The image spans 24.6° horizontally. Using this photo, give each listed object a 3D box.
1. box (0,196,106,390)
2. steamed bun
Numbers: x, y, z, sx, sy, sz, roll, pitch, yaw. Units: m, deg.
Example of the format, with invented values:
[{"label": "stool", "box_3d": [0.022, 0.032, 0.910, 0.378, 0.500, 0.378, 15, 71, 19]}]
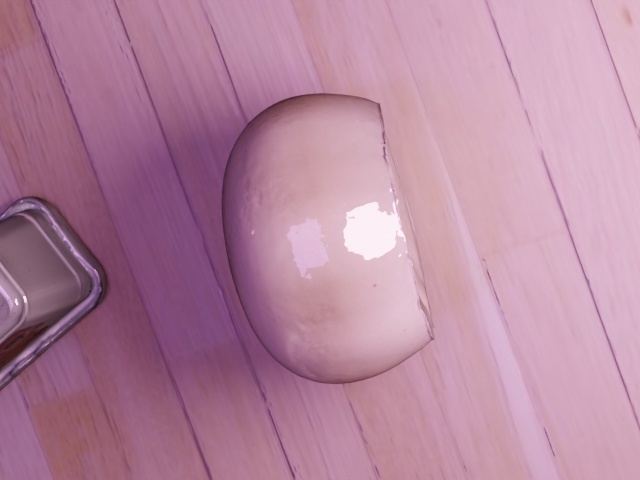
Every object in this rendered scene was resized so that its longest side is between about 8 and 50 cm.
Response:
[{"label": "box", "box_3d": [-0.453, 0.102, 1.874, 0.312, 0.182, 0.175, -40, 86, 21]}, {"label": "steamed bun", "box_3d": [0.000, 0.000, 1.634, 0.206, 0.324, 0.324, -14, 95, 6]}]
